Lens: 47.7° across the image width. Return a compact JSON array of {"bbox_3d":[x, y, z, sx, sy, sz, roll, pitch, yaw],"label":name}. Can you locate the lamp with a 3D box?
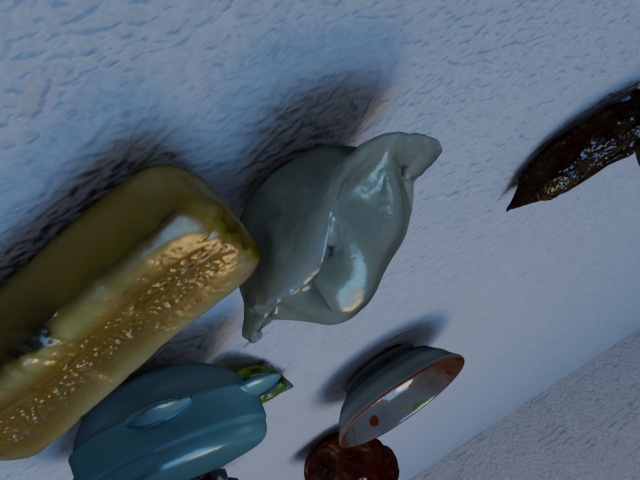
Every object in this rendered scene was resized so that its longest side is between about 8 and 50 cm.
[{"bbox_3d":[-0.176,0.231,0.796,0.209,0.147,0.284,-2,131,-45],"label":"lamp"}]

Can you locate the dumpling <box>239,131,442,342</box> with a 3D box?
[{"bbox_3d":[0.000,0.000,0.611,0.250,0.132,0.162,-49,169,27],"label":"dumpling"}]

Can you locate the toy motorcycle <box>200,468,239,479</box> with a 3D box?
[{"bbox_3d":[-0.198,0.479,1.265,0.150,0.102,0.221,4,137,-35],"label":"toy motorcycle"}]

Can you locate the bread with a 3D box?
[{"bbox_3d":[-0.186,0.059,0.553,0.305,0.091,0.142,-39,152,10],"label":"bread"}]

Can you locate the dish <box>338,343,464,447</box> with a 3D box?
[{"bbox_3d":[0.123,0.252,1.264,0.260,0.085,0.260,-28,153,-16],"label":"dish"}]

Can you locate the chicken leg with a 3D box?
[{"bbox_3d":[0.335,-0.112,0.909,0.234,0.063,0.105,-33,151,2],"label":"chicken leg"}]

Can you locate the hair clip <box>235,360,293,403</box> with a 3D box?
[{"bbox_3d":[-0.090,0.189,0.959,0.060,0.033,0.188,-33,157,2],"label":"hair clip"}]

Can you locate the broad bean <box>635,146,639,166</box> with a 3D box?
[{"bbox_3d":[0.485,-0.121,0.918,0.153,0.206,0.072,-20,161,31],"label":"broad bean"}]

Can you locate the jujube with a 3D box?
[{"bbox_3d":[0.068,0.486,1.523,0.174,0.174,0.250,-40,143,12],"label":"jujube"}]
